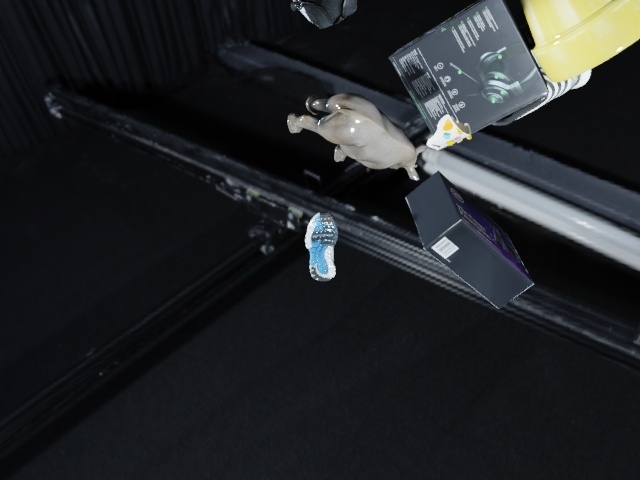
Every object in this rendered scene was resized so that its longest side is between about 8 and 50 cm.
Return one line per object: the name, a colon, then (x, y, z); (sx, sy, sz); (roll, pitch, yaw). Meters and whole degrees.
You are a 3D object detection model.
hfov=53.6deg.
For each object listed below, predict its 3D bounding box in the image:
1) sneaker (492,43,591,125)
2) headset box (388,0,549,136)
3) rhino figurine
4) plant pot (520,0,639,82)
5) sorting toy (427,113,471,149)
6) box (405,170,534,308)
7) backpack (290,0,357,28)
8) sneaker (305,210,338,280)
sneaker: (0.458, -0.429, 1.703); (0.258, 0.169, 0.448); (-32, -155, -24)
headset box: (0.342, -0.387, 1.421); (0.283, 0.246, 0.131); (-28, -166, 26)
rhino figurine: (0.071, -0.134, 0.864); (0.106, 0.243, 0.073); (9, -97, 38)
plant pot: (0.514, -0.487, 1.266); (0.254, 0.239, 0.254); (-37, -169, 8)
sorting toy: (0.254, -0.207, 1.270); (0.083, 0.075, 0.044); (7, -123, -50)
box: (0.316, -0.001, 1.351); (0.103, 0.261, 0.184); (-42, -148, 20)
backpack: (0.009, -0.535, 1.348); (0.152, 0.182, 0.115); (-19, -99, 9)
sneaker: (0.000, 0.000, 1.423); (0.072, 0.190, 0.082); (0, -136, -3)
